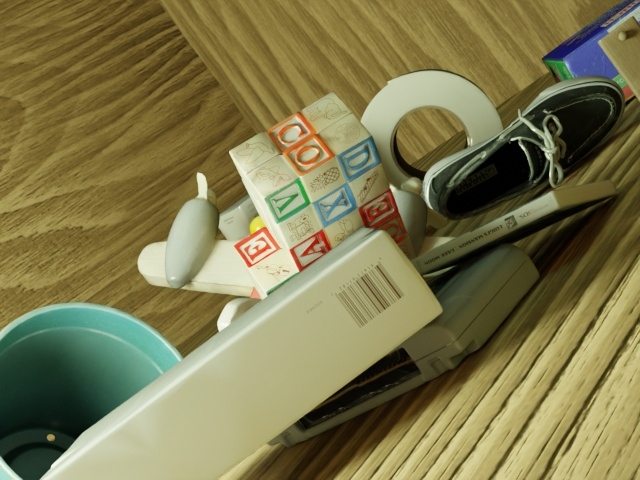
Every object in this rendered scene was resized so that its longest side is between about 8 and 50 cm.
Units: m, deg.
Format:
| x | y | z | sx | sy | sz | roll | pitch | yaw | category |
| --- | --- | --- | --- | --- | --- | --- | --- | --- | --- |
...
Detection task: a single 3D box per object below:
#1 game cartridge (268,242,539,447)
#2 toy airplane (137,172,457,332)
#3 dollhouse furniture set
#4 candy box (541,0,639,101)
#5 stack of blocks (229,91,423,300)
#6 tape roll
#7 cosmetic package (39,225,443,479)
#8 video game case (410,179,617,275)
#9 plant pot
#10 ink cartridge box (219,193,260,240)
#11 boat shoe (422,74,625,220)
| x | y | z | sx | sy | sz | roll | pitch | yaw | category |
| --- | --- | --- | --- | --- | --- | --- | --- | --- | --- |
| 0.079 | 0.105 | 1.290 | 0.294 | 0.060 | 0.196 | -33 | 1 | 42 | game cartridge |
| -0.037 | 0.014 | 1.679 | 0.386 | 0.272 | 0.384 | -19 | 24 | -10 | toy airplane |
| 0.456 | -0.247 | 1.589 | 0.144 | 0.123 | 0.151 | -37 | 4 | 2 | dollhouse furniture set |
| 0.513 | -0.327 | 2.070 | 0.268 | 0.122 | 0.317 | -35 | 3 | 8 | candy box |
| 0.000 | 0.000 | 1.394 | 0.171 | 0.087 | 0.297 | -31 | -40 | -7 | stack of blocks |
| 0.187 | -0.168 | 2.159 | 0.246 | 0.246 | 0.169 | -36 | 3 | 10 | tape roll |
| -0.074 | 0.132 | 1.203 | 0.377 | 0.097 | 0.284 | -36 | 4 | 0 | cosmetic package |
| 0.204 | -0.014 | 1.327 | 0.173 | 0.022 | 0.190 | -28 | -8 | 29 | video game case |
| -0.314 | 0.256 | 1.575 | 0.272 | 0.272 | 0.255 | -40 | -9 | -41 | plant pot |
| -0.020 | 0.004 | 2.007 | 0.171 | 0.232 | 0.168 | -38 | 6 | -19 | ink cartridge box |
| 0.281 | -0.121 | 1.692 | 0.306 | 0.113 | 0.105 | -25 | 16 | -5 | boat shoe |
